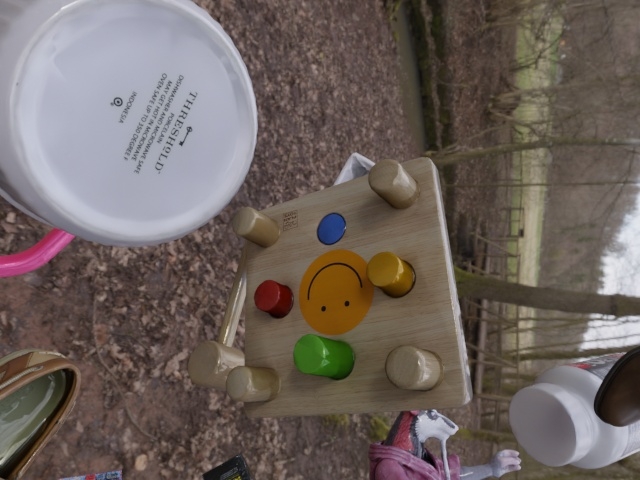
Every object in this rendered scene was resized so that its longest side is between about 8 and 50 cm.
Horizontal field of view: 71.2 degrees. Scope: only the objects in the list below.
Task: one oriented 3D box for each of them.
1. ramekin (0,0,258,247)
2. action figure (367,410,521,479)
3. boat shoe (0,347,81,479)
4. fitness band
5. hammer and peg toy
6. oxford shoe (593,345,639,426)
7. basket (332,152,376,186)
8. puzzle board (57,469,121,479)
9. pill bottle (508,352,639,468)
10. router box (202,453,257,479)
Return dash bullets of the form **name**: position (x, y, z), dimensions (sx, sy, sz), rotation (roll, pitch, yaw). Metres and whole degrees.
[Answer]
- **ramekin**: position (-0.185, -0.118, 0.432), dimensions (0.273, 0.127, 0.272), rotation (-18, 119, -35)
- **action figure**: position (0.121, 0.379, 0.577), dimensions (0.248, 0.276, 0.370), rotation (31, 48, -53)
- **boat shoe**: position (-0.385, 0.247, 0.465), dimensions (0.122, 0.120, 0.324), rotation (55, 40, -30)
- **fitness band**: position (-0.518, -0.066, 0.771), dimensions (0.291, 0.054, 0.209), rotation (-45, 130, -4)
- **hammer and peg toy**: position (-0.027, 0.062, 0.518), dimensions (0.127, 0.361, 0.265), rotation (29, 54, -52)
- **oxford shoe**: position (0.462, 0.182, 0.582), dimensions (0.227, 0.083, 0.096), rotation (-53, -175, 26)
- **basket**: position (0.091, -0.096, 0.999), dimensions (0.167, 0.113, 0.103), rotation (-60, 165, 16)
- **puzzle board**: position (-0.498, 0.541, 0.965), dimensions (0.128, 0.096, 0.011), rotation (4, 106, -26)
- **pill bottle**: position (0.513, 0.319, 0.843), dimensions (0.319, 0.176, 0.176), rotation (0, 95, -30)
- **router box**: position (-0.064, 0.315, 0.465), dimensions (0.046, 0.133, 0.179), rotation (-24, 144, -18)
